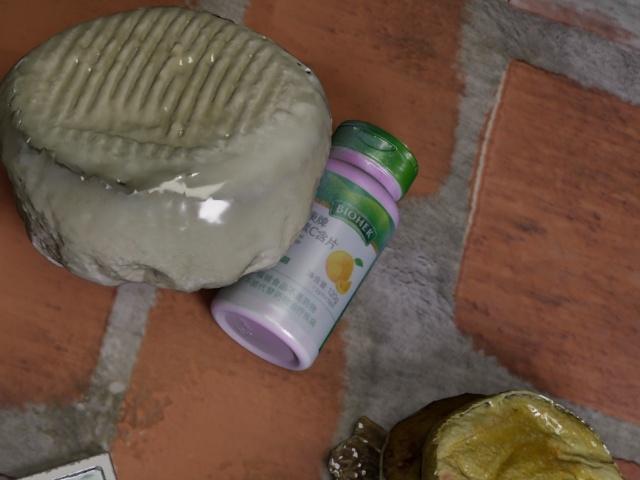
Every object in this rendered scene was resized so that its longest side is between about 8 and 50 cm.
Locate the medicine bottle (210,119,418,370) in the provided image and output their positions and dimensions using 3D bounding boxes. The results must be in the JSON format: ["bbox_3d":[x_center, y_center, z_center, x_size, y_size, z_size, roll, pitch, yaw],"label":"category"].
[{"bbox_3d":[0.000,0.000,1.972,0.133,0.133,0.274,33,69,-4],"label":"medicine bottle"}]

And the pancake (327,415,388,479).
[{"bbox_3d":[0.026,0.287,1.962,0.184,0.020,0.190,5,74,-12],"label":"pancake"}]

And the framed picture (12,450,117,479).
[{"bbox_3d":[-0.321,0.349,1.860,0.265,0.018,0.192,-16,81,-18],"label":"framed picture"}]

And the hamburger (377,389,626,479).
[{"bbox_3d":[0.179,0.257,1.924,0.309,0.132,0.211,-20,65,-40],"label":"hamburger"}]

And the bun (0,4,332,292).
[{"bbox_3d":[-0.172,-0.085,1.891,0.359,0.211,0.360,1,46,-1],"label":"bun"}]
